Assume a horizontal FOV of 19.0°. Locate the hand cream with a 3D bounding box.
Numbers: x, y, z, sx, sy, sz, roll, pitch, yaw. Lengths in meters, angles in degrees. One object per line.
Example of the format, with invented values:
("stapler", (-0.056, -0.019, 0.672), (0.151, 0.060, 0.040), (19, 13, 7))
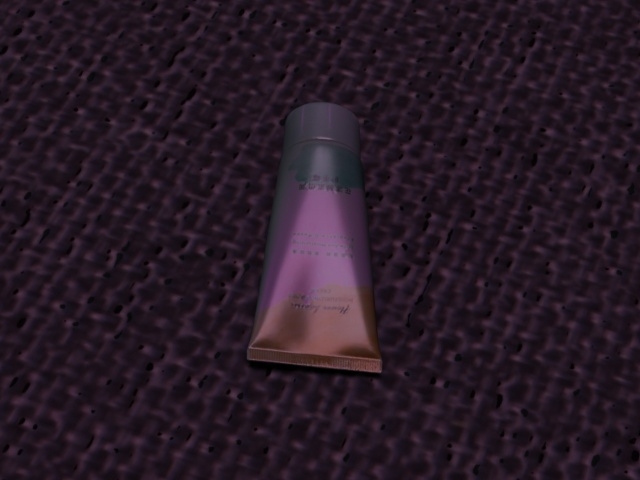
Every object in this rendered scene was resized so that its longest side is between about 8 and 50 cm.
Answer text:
("hand cream", (0.000, 0.000, 1.111), (0.076, 0.047, 0.174), (6, 54, -4))
